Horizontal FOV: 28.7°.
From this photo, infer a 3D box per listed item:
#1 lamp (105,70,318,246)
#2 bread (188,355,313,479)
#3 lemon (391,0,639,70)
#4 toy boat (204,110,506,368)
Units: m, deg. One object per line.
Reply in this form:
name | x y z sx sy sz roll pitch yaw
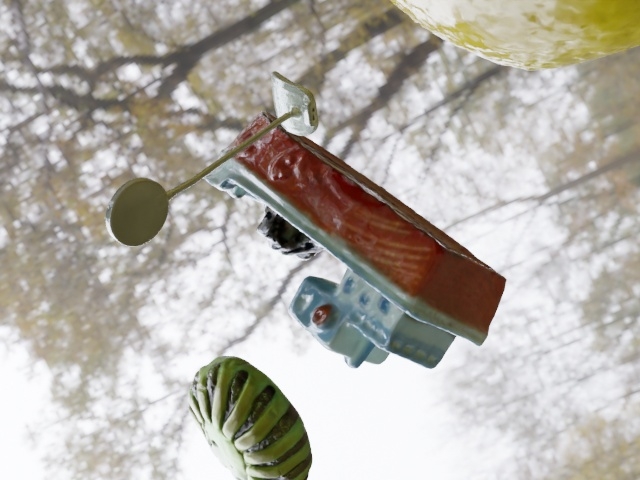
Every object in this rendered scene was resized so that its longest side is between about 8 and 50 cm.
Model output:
lamp | -0.086 -0.062 0.927 0.198 0.056 0.050 -34 -46 -29
bread | -0.067 0.174 1.158 0.071 0.130 0.139 -40 -49 -30
lemon | 0.140 -0.235 0.732 0.293 0.293 0.293 42 -146 -37
toy boat | 0.000 0.000 1.085 0.145 0.133 0.332 24 -168 -47
